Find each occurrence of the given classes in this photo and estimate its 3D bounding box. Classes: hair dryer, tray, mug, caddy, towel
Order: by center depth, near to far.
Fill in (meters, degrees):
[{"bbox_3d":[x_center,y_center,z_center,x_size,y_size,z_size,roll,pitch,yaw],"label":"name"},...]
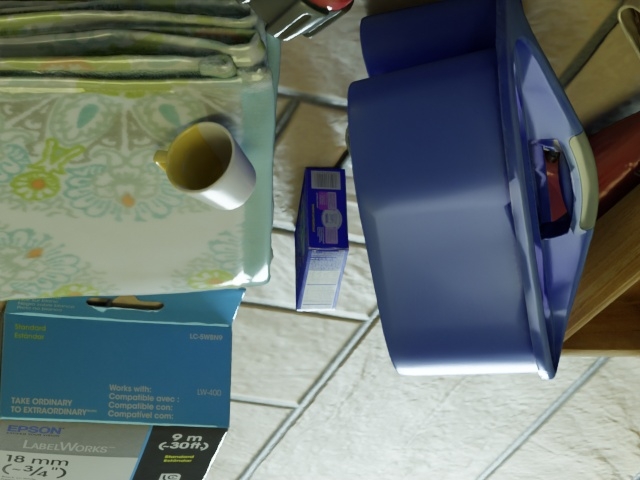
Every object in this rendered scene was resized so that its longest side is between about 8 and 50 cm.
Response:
[{"bbox_3d":[-0.087,-0.060,1.504,0.062,0.078,0.064,-46,147,2],"label":"mug"},{"bbox_3d":[0.135,-0.044,1.513,0.179,0.241,0.341,-5,124,11],"label":"caddy"},{"bbox_3d":[-0.196,-0.070,1.595,0.320,0.090,0.374,-1,146,-3],"label":"towel"},{"bbox_3d":[0.375,-0.037,1.659,0.203,0.076,0.411,3,143,-45],"label":"tray"},{"bbox_3d":[0.187,-0.061,1.670,0.293,0.080,0.223,-14,145,11],"label":"hair dryer"}]

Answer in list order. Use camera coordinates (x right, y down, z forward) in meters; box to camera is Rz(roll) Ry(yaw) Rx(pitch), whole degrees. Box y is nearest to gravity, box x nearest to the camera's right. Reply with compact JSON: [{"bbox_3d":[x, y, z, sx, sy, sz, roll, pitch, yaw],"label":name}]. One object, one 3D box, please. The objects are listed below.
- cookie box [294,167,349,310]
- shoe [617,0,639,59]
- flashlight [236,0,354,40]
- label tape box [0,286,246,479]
[{"bbox_3d":[0.000,0.000,1.720,0.040,0.092,0.107,2,146,-7],"label":"cookie box"},{"bbox_3d":[0.306,-0.110,1.510,0.076,0.219,0.058,-28,-178,39],"label":"shoe"},{"bbox_3d":[0.062,-0.260,1.335,0.103,0.103,0.304,26,135,-37],"label":"flashlight"},{"bbox_3d":[-0.226,0.172,1.928,0.241,0.106,0.333,4,145,-16],"label":"label tape box"}]
